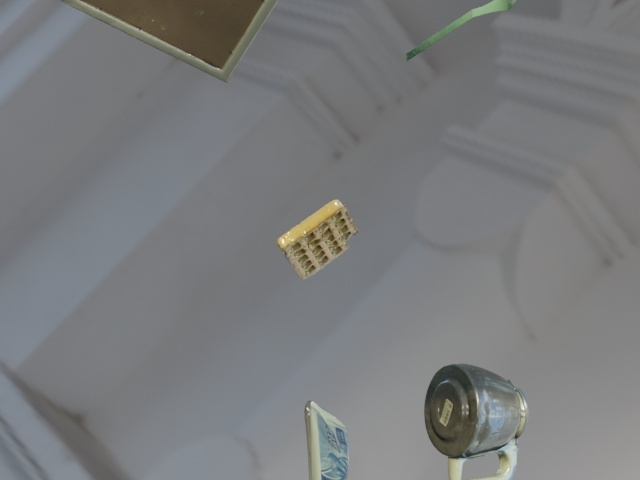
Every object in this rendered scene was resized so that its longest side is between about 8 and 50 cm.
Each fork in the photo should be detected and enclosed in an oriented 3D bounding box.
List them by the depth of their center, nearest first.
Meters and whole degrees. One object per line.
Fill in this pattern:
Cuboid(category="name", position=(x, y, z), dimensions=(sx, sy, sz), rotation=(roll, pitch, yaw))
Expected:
Cuboid(category="fork", position=(0.168, -0.254, 1.615), dimensions=(0.021, 0.039, 0.235), rotation=(10, -19, -26))

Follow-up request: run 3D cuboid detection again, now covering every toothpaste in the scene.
Cuboid(category="toothpaste", position=(0.013, 0.320, 1.736), dimensions=(0.069, 0.268, 0.047), rotation=(11, -45, -15))

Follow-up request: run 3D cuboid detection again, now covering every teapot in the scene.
Cuboid(category="teapot", position=(0.195, 0.219, 1.662), dimensions=(0.111, 0.108, 0.149), rotation=(-49, -135, 47))

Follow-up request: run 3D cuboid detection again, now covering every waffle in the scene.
Cuboid(category="waffle", position=(0.000, 0.000, 1.606), dimensions=(0.021, 0.092, 0.135), rotation=(54, 0, 18))

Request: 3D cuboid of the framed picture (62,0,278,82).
Cuboid(category="framed picture", position=(-0.137, -0.243, 1.343), dimensions=(0.183, 0.142, 0.011), rotation=(25, 34, -17))
